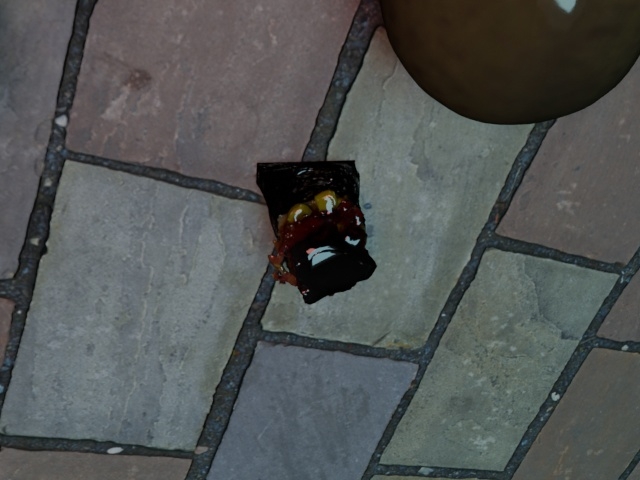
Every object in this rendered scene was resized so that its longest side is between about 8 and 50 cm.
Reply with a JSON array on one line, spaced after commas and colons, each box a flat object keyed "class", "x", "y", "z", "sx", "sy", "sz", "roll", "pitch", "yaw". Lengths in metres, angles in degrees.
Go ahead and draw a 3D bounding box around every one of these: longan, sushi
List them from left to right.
[{"class": "sushi", "x": 0.000, "y": 0.000, "z": 0.907, "sx": 0.153, "sy": 0.150, "sz": 0.172, "roll": -4, "pitch": 119, "yaw": -17}, {"class": "longan", "x": 0.226, "y": -0.307, "z": 0.721, "sx": 0.361, "sy": 0.361, "sz": 0.361, "roll": -8, "pitch": 120, "yaw": -14}]
